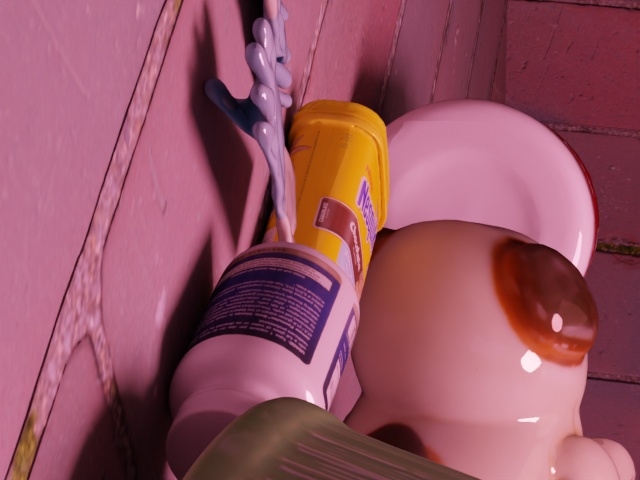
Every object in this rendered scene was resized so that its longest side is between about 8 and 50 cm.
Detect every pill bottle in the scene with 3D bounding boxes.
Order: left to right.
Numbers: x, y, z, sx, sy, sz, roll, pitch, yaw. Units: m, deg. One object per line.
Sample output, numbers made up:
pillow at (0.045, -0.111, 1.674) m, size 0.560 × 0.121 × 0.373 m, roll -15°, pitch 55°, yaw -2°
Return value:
pill bottle at (-0.037, 0.080, 1.158) m, size 0.169 × 0.094 × 0.094 m, roll -67°, pitch 161°, yaw -57°
pill bottle at (0.156, -0.018, 1.881) m, size 0.408 × 0.229 × 0.229 m, roll -13°, pitch 108°, yaw -81°

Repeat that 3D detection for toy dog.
toy dog at (0.086, 0.183, 1.555) m, size 0.395 × 0.285 × 0.408 m, roll 21°, pitch 79°, yaw -42°

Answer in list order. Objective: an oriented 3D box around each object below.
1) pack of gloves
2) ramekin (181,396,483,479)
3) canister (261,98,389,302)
pack of gloves at (-0.045, -0.107, 1.224) m, size 0.232 × 0.046 × 0.195 m, roll 83°, pitch 4°, yaw -65°
ramekin at (0.008, 0.247, 1.023) m, size 0.303 × 0.148 × 0.303 m, roll 14°, pitch 90°, yaw -69°
canister at (0.000, 0.000, 1.416) m, size 0.126 × 0.073 × 0.170 m, roll 85°, pitch 15°, yaw -48°
